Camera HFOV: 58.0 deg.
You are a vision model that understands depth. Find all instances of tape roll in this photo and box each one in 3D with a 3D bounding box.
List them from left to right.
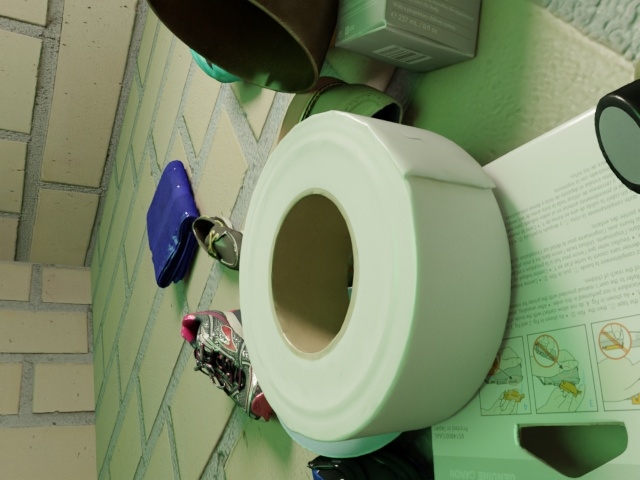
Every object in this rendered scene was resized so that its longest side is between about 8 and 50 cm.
[{"bbox_3d":[0.029,0.030,0.526,0.286,0.100,0.287,-12,76,57],"label":"tape roll"}]

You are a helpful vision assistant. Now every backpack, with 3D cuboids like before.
[{"bbox_3d":[0.062,0.263,0.584,0.120,0.097,0.101,11,123,62],"label":"backpack"}]

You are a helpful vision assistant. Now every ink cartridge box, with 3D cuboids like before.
[{"bbox_3d":[0.187,0.051,0.426,0.296,0.066,0.261,-30,59,57],"label":"ink cartridge box"}]

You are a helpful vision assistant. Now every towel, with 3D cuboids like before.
[{"bbox_3d":[-0.380,-0.049,1.511,0.228,0.076,0.308,-60,34,24],"label":"towel"}]

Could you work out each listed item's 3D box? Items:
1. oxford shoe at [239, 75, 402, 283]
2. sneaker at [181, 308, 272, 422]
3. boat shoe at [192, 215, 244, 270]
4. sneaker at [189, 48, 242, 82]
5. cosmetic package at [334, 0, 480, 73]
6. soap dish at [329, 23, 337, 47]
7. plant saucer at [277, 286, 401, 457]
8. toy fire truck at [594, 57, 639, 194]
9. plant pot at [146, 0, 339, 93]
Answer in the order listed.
[{"bbox_3d":[0.000,0.000,0.717,0.146,0.140,0.397,26,110,51],"label":"oxford shoe"},{"bbox_3d":[-0.155,0.209,0.980,0.299,0.111,0.121,31,111,59],"label":"sneaker"},{"bbox_3d":[-0.199,0.005,1.152,0.227,0.068,0.081,34,113,59],"label":"boat shoe"},{"bbox_3d":[-0.194,-0.459,1.206,0.178,0.123,0.296,-11,75,51],"label":"sneaker"},{"bbox_3d":[0.100,-0.314,0.610,0.107,0.127,0.238,9,94,60],"label":"cosmetic package"},{"bbox_3d":[-0.017,-0.417,0.858,0.229,0.118,0.291,3,86,62],"label":"soap dish"},{"bbox_3d":[0.037,0.145,0.644,0.194,0.037,0.195,-15,54,21],"label":"plant saucer"},{"bbox_3d":[0.230,-0.045,0.173,0.246,0.158,0.217,56,-168,-70],"label":"toy fire truck"},{"bbox_3d":[-0.051,-0.327,0.657,0.215,0.215,0.231,11,73,62],"label":"plant pot"}]
